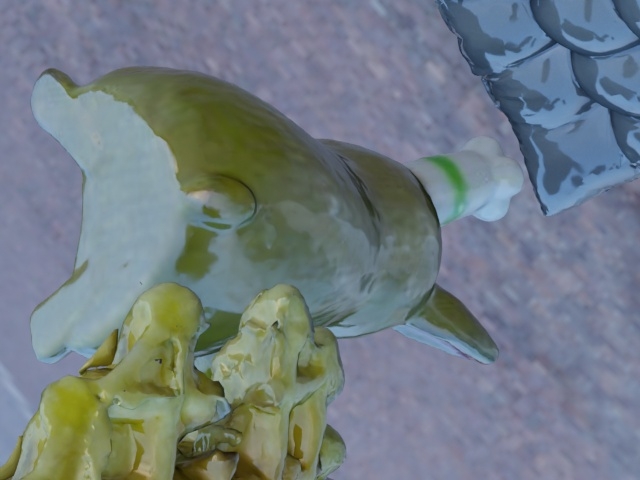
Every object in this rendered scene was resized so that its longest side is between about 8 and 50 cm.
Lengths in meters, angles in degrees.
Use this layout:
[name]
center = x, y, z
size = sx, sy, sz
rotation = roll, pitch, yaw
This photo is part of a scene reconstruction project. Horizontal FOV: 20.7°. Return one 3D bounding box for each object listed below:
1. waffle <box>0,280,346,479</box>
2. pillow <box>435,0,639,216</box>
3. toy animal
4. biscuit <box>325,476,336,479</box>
[waffle]
center = -0.070, 0.140, 0.698
size = 0.056, 0.261, 0.250
rotation = 22, 145, 27
[pillow]
center = 0.183, -0.104, 0.817
size = 0.326, 0.101, 0.228
rotation = 7, 146, 49
[toy animal]
center = -0.019, 0.002, 1.070
size = 0.180, 0.181, 0.363
rotation = -10, 167, 31
[biscuit]
center = 0.035, 0.249, 1.492
size = 0.325, 0.044, 0.217
rotation = 24, -176, -34
